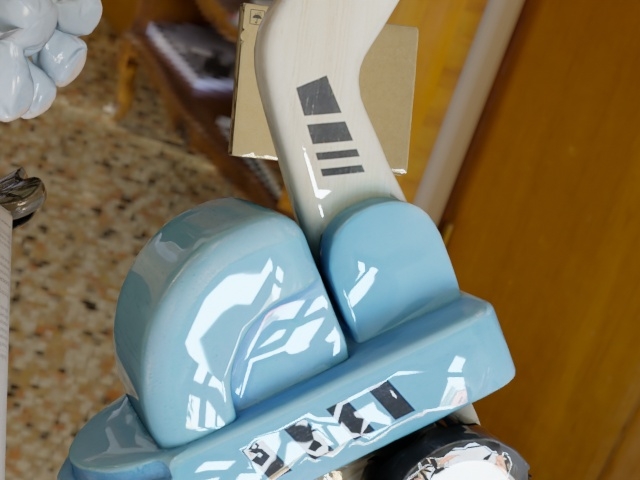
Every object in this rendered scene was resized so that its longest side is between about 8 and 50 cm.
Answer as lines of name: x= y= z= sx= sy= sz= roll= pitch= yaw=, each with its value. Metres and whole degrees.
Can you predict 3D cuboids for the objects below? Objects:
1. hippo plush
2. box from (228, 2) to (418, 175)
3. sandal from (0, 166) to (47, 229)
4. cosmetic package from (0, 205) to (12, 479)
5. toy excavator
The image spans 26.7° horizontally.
hippo plush: x=-0.491 y=-0.318 z=1.950 sx=0.236 sy=0.234 sz=0.294 roll=28 pitch=6 yaw=14
box: x=0.004 y=-0.161 z=1.450 sx=0.201 sy=0.164 sz=0.021 roll=5 pitch=-1 yaw=-19
sandal: x=-0.357 y=-0.039 z=1.559 sx=0.090 sy=0.060 sz=0.219 roll=-33 pitch=19 yaw=-21
cosmetic package: x=-0.404 y=0.139 z=1.264 sx=0.197 sy=0.365 sz=0.155 roll=0 pitch=-10 yaw=1
toy excavator: x=0.000 y=0.000 z=0.870 sx=0.433 sy=0.445 sz=0.222 roll=-25 pitch=15 yaw=-12
